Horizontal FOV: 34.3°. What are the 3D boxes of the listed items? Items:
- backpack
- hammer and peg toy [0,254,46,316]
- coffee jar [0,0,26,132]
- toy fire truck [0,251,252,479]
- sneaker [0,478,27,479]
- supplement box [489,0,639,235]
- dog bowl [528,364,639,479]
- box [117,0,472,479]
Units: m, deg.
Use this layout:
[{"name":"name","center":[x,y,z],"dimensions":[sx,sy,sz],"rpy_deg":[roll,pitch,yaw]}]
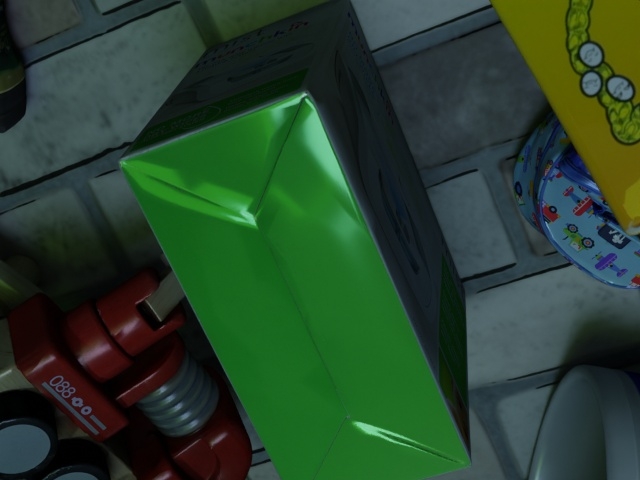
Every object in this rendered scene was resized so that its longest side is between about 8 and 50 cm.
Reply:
[{"name":"backpack","center":[0.220,-0.042,0.711],"dimensions":[0.158,0.117,0.173],"rpy_deg":[36,119,-8]},{"name":"hammer and peg toy","center":[-0.350,0.096,0.859],"dimensions":[0.361,0.127,0.266],"rpy_deg":[40,115,-11]},{"name":"coffee jar","center":[-0.273,-0.167,0.747],"dimensions":[0.096,0.079,0.184],"rpy_deg":[0,116,9]},{"name":"toy fire truck","center":[-0.116,0.090,0.784],"dimensions":[0.246,0.158,0.217],"rpy_deg":[-34,127,1]},{"name":"sneaker","center":[-0.265,0.255,0.839],"dimensions":[0.122,0.146,0.330],"rpy_deg":[-29,149,21]},{"name":"supplement box","center":[0.160,-0.205,0.526],"dimensions":[0.195,0.194,0.356],"rpy_deg":[-32,82,21]},{"name":"dog bowl","center":[0.222,0.228,0.758],"dimensions":[0.104,0.265,0.264],"rpy_deg":[9,117,1]},{"name":"box","center":[0.000,0.000,0.700],"dimensions":[0.127,0.231,0.261],"rpy_deg":[-18,111,16]}]
